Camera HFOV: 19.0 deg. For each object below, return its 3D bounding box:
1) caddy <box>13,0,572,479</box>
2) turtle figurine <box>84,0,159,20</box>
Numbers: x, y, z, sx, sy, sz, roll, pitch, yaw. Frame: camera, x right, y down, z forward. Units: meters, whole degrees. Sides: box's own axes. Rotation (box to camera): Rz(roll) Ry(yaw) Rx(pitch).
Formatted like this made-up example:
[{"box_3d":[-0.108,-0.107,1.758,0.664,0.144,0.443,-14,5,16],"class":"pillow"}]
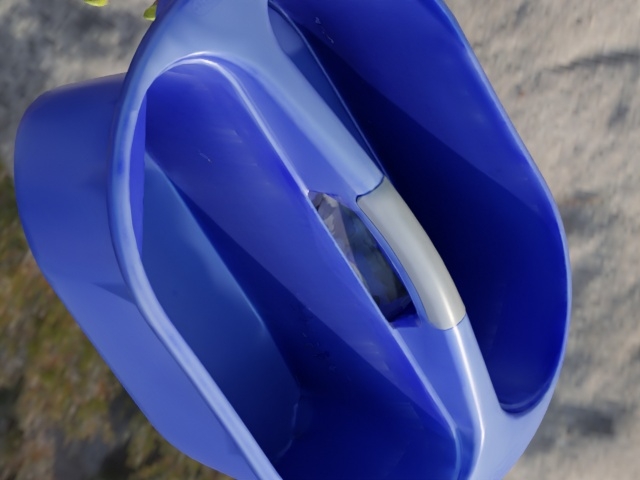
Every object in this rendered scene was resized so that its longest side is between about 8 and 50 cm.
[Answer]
[{"box_3d":[0.000,0.000,1.025,0.179,0.241,0.341,8,137,52],"class":"caddy"},{"box_3d":[-0.142,-0.294,1.549,0.270,0.087,0.217,13,102,-21],"class":"turtle figurine"}]
